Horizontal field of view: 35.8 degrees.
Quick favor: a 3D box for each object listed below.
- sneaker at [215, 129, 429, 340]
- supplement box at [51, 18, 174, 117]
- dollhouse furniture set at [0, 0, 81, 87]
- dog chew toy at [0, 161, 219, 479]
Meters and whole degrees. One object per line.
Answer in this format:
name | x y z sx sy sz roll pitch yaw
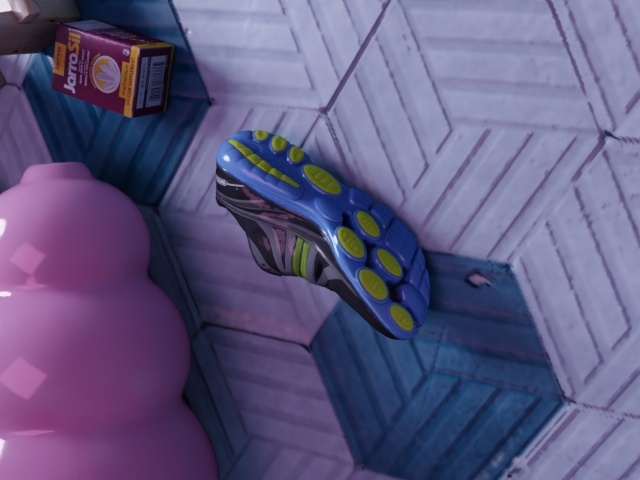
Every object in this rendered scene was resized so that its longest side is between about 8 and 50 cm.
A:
sneaker | 0.000 0.000 0.688 0.188 0.067 0.078 40 140 15
supplement box | -0.158 -0.131 0.752 0.083 0.043 0.055 20 113 26
dollhouse furniture set | -0.411 -0.261 0.794 0.303 0.174 0.355 -27 88 32
dog chew toy | -0.186 0.108 0.744 0.206 0.206 0.332 -4 92 31
